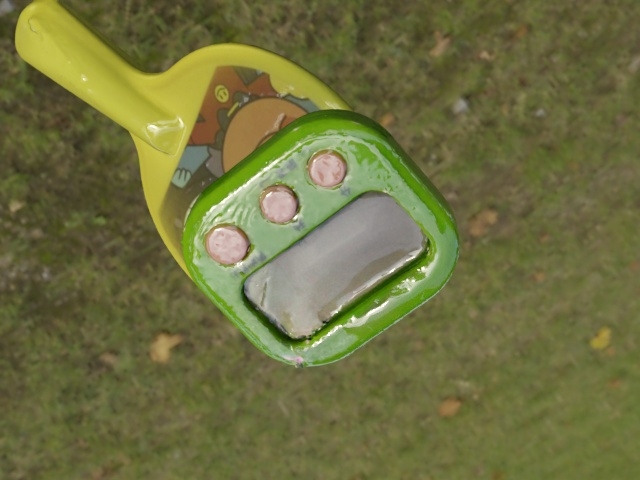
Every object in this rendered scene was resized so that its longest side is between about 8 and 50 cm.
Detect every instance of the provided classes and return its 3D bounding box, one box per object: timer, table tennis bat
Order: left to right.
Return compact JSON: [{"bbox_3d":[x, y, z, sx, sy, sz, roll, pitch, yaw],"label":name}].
[{"bbox_3d":[-0.095,-0.073,0.925,0.054,0.369,0.224,-35,157,-48],"label":"table tennis bat"},{"bbox_3d":[0.000,0.000,0.687,0.140,0.128,0.047,-36,-160,17],"label":"timer"}]
